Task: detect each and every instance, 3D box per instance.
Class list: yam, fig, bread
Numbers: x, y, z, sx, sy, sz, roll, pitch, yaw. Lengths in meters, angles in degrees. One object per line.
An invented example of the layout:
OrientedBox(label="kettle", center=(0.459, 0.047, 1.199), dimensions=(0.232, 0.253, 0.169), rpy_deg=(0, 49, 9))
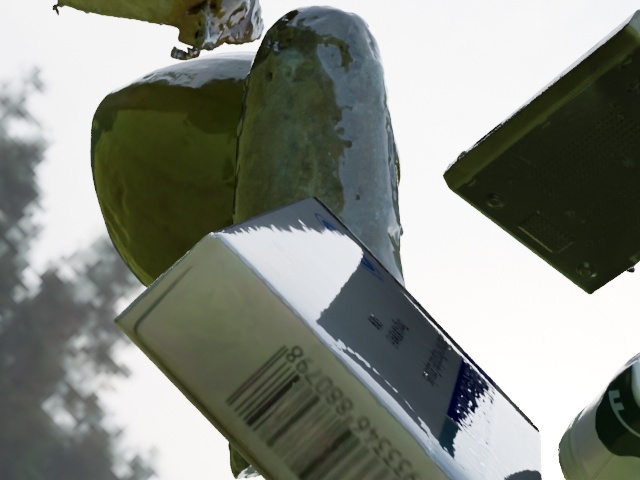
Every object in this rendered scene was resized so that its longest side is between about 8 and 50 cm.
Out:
OrientedBox(label="yam", center=(0.000, 0.000, 1.336), dimensions=(0.133, 0.133, 0.330), rpy_deg=(164, -72, -65))
OrientedBox(label="fig", center=(-0.071, -0.052, 1.602), dimensions=(0.271, 0.239, 0.239), rpy_deg=(34, -25, 19))
OrientedBox(label="bread", center=(-0.113, -0.222, 1.471), dimensions=(0.147, 0.127, 0.152), rpy_deg=(12, -76, 21))

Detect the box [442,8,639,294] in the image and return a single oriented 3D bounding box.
OrientedBox(label="box", center=(0.264, -0.068, 1.714), dimensions=(0.211, 0.045, 0.270), rpy_deg=(37, -45, -16))

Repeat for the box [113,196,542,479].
OrientedBox(label="box", center=(0.021, 0.073, 0.957), dimensions=(0.200, 0.065, 0.343), rpy_deg=(46, 7, 1))

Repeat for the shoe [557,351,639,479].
OrientedBox(label="shoe", center=(0.255, 0.068, 1.028), dimensions=(0.095, 0.265, 0.110), rpy_deg=(59, -19, 22))
